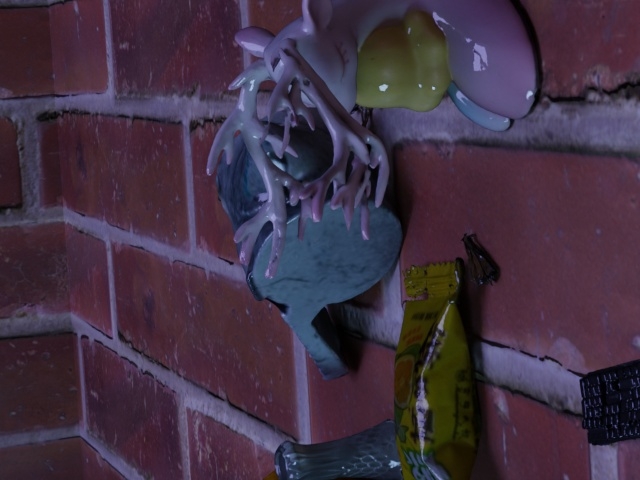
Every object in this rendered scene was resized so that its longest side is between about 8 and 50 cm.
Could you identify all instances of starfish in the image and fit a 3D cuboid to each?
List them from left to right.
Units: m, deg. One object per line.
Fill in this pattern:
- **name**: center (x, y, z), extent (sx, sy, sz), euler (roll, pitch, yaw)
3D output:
- **starfish**: center (0.045, -0.175, 2.041), extent (0.091, 0.028, 0.078), euler (-140, 42, -59)

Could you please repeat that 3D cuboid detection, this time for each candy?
- **candy**: center (0.126, 0.171, 1.844), extent (0.187, 0.081, 0.297), euler (168, 106, -72)

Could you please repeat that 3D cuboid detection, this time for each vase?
- **vase**: center (0.021, 0.265, 2.047), extent (0.081, 0.149, 0.081), euler (175, 90, -69)

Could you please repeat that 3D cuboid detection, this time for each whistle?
- **whistle**: center (-0.029, 0.014, 2.059), extent (0.405, 0.188, 0.168), euler (104, 152, -43)

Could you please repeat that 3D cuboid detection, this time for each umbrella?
- **umbrella**: center (0.165, 0.022, 1.769), extent (0.020, 0.031, 0.083), euler (59, -173, -48)

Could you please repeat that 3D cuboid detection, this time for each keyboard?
- **keyboard**: center (0.284, 0.137, 1.474), extent (0.231, 0.023, 0.072), euler (150, 115, -68)

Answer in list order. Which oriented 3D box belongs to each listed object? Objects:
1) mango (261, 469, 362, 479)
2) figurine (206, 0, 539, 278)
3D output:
- **mango**: center (-0.015, 0.341, 2.107), extent (0.126, 0.154, 0.252), euler (-51, 1, 15)
- **figurine**: center (0.046, -0.131, 1.634), extent (0.206, 0.316, 0.284), euler (139, 121, -72)
